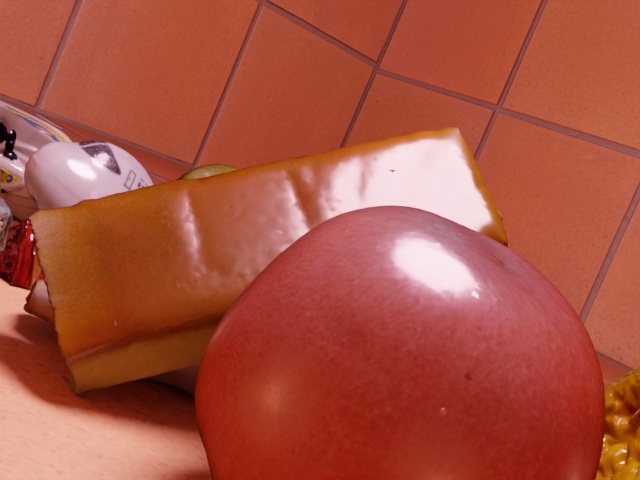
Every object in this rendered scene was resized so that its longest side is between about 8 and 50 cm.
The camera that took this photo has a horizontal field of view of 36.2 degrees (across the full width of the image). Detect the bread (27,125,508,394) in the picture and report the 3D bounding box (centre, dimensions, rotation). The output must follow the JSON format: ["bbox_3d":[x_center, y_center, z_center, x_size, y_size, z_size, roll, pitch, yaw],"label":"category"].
[{"bbox_3d":[-0.032,0.008,0.770,0.361,0.077,0.138,-13,55,-17],"label":"bread"}]

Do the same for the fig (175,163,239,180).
[{"bbox_3d":[-0.168,-0.019,1.499,0.167,0.167,0.233,24,-32,5],"label":"fig"}]

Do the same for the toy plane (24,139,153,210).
[{"bbox_3d":[-0.228,-0.030,1.128,0.267,0.123,0.267,40,2,-1],"label":"toy plane"}]

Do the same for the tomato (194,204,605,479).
[{"bbox_3d":[0.050,0.099,0.612,0.255,0.225,0.256,26,20,-10],"label":"tomato"}]

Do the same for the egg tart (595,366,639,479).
[{"bbox_3d":[0.283,0.215,0.777,0.147,0.203,0.202,36,2,-11],"label":"egg tart"}]

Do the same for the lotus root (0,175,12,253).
[{"bbox_3d":[-0.399,-0.074,0.751,0.349,0.175,0.175,23,4,-8],"label":"lotus root"}]

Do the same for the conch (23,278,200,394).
[{"bbox_3d":[-0.114,0.059,0.838,0.255,0.127,0.158,22,5,-16],"label":"conch"}]

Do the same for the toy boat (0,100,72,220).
[{"bbox_3d":[-0.421,-0.111,1.269,0.269,0.141,0.140,29,7,35],"label":"toy boat"}]

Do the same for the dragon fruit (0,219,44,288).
[{"bbox_3d":[-0.285,0.006,0.997,0.097,0.063,0.131,26,5,24],"label":"dragon fruit"}]
